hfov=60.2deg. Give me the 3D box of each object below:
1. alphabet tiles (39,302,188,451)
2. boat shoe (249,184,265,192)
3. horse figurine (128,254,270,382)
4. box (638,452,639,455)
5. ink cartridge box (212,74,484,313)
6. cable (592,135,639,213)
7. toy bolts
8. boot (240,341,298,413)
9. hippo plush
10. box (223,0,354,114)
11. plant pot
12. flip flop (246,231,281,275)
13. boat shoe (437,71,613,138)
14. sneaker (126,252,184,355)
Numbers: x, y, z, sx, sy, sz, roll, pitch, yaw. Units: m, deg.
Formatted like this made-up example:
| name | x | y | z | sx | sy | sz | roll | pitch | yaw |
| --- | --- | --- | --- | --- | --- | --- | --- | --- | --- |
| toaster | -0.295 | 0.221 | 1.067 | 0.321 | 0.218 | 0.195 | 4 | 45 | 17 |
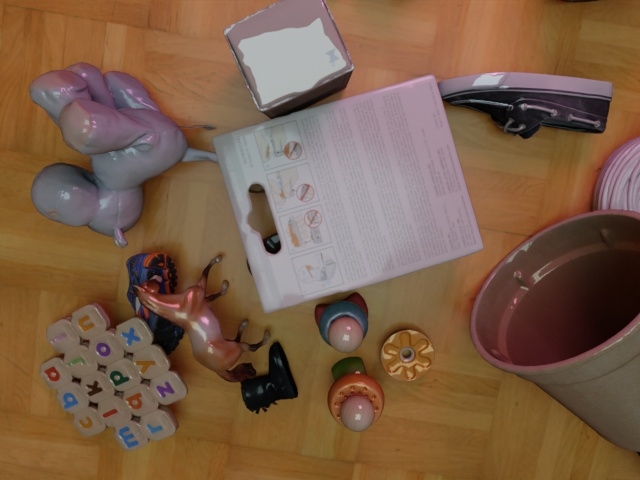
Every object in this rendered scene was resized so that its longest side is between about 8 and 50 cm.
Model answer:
| name | x | y | z | sx | sy | sz | roll | pitch | yaw |
| --- | --- | --- | --- | --- | --- | --- | --- | --- | --- |
| alphabet tiles | -0.384 | 0.255 | 1.017 | 0.278 | 0.021 | 0.284 | -27 | 98 | 22 |
| boat shoe | -0.070 | -0.109 | 0.975 | 0.178 | 0.064 | 0.060 | 9 | 100 | 1 |
| horse figurine | -0.188 | 0.148 | 0.962 | 0.066 | 0.174 | 0.263 | -24 | 99 | 37 |
| box | 0.662 | 0.363 | 0.988 | 0.168 | 0.167 | 0.203 | -37 | 94 | 11 |
| ink cartridge box | 0.048 | -0.077 | 0.937 | 0.385 | 0.091 | 0.308 | -16 | 93 | -3 |
| cable | 0.611 | -0.068 | 0.974 | 0.257 | 0.089 | 0.257 | 41 | 97 | -7 |
| toy bolts | 0.090 | 0.205 | 0.976 | 0.218 | 0.158 | 0.228 | -24 | 98 | 3 |
| boot | -0.105 | 0.261 | 1.044 | 0.099 | 0.045 | 0.121 | -17 | 97 | 8 |
| hippo plush | -0.356 | -0.136 | 0.929 | 0.294 | 0.234 | 0.236 | 10 | 124 | -43 |
| box | -0.044 | -0.279 | 0.864 | 0.149 | 0.232 | 0.126 | -24 | 98 | 3 |
| plant pot | 0.478 | 0.170 | 0.916 | 0.334 | 0.334 | 0.305 | -44 | 108 | 6 |
| flip flop | 0.000 | 0.000 | 0.991 | 0.277 | 0.080 | 0.112 | -30 | 101 | -12 |
| boat shoe | 0.347 | -0.226 | 0.945 | 0.301 | 0.108 | 0.102 | 2 | 97 | -8 |
| sneaker | -0.306 | 0.119 | 1.009 | 0.087 | 0.083 | 0.221 | 14 | 111 | 33 |
